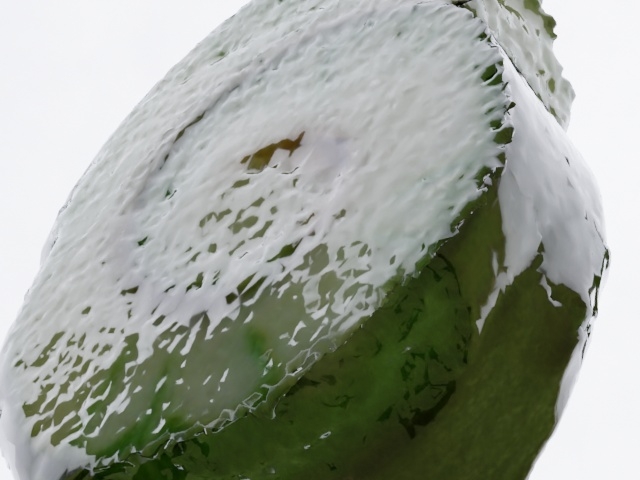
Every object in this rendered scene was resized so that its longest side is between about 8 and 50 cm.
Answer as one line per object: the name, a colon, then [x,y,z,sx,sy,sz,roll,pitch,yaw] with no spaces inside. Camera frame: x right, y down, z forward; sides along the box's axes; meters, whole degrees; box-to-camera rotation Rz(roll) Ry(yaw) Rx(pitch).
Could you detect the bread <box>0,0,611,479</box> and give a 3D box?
bread: [0.000,0.000,0.686,0.129,0.366,0.382,46,-104,-30]
